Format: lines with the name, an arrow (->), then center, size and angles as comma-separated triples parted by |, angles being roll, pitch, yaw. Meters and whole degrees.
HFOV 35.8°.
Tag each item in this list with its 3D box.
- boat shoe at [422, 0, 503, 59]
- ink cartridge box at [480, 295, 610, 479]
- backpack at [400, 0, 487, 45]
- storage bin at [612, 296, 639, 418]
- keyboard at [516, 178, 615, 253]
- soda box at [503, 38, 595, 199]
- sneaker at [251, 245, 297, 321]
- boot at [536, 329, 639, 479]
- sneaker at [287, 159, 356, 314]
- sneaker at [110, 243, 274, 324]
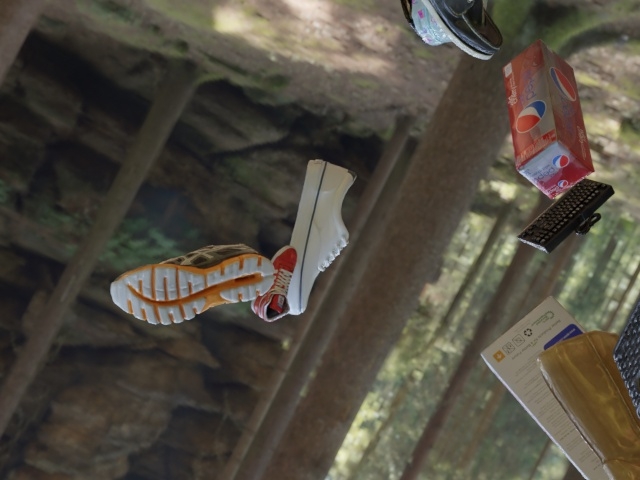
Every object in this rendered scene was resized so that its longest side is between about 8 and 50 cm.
boat shoe -> 0.183, -0.337, 1.326 | 0.079, 0.084, 0.233 | -20, 127, 37
ink cartridge box -> 0.471, 0.287, 1.775 | 0.371, 0.175, 0.069 | 51, 180, 32
backpack -> 0.202, -0.404, 1.576 | 0.115, 0.182, 0.152 | -5, 159, 43
storage bin -> 0.389, 0.111, 0.944 | 0.180, 0.122, 0.084 | 9, -145, -8
keyboard -> 0.438, -0.045, 1.733 | 0.108, 0.180, 0.023 | 29, 153, 48
soda box -> 0.354, -0.194, 1.555 | 0.092, 0.083, 0.263 | 34, -141, -27
sneaker -> -0.061, 0.069, 1.507 | 0.042, 0.119, 0.067 | 24, -173, -27
boot -> 0.478, 0.243, 1.437 | 0.089, 0.236, 0.270 | 87, 164, -55
sneaker -> 0.000, 0.000, 1.617 | 0.091, 0.258, 0.094 | 12, -174, 2
sneaker -> -0.172, 0.051, 1.318 | 0.214, 0.084, 0.083 | -7, -153, -19
